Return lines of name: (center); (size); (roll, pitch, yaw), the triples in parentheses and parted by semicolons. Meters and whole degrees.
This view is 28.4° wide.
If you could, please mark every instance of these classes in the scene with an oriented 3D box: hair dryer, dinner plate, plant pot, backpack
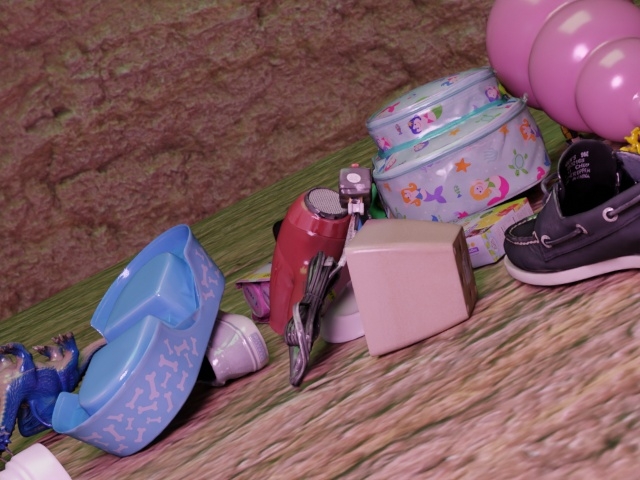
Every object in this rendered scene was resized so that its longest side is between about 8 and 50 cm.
hair dryer: (-0.024, 0.045, 1.331); (0.293, 0.080, 0.223); (113, 179, -76)
dinner plate: (0.054, 0.056, 1.348); (0.141, 0.017, 0.141); (-32, 21, 14)
plant pot: (0.092, 0.036, 1.197); (0.096, 0.109, 0.109); (-10, 13, 18)
backpack: (0.168, -0.106, 1.574); (0.225, 0.191, 0.253); (-24, 13, 8)

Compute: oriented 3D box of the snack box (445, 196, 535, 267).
snack box: (0.157, 0.003, 1.396); (0.141, 0.037, 0.100); (-19, 11, 45)

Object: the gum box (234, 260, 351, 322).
gum box: (-0.022, 0.050, 1.569); (0.107, 0.062, 0.188); (-30, 9, -23)

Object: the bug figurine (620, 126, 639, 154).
bug figurine: (0.411, -0.123, 1.273); (0.279, 0.072, 0.216); (-38, 8, -36)

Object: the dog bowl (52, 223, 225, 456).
dog bowl: (-0.186, 0.109, 1.360); (0.166, 0.074, 0.297); (-35, 24, 30)

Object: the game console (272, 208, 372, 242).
game console: (0.000, 0.000, 1.733); (0.144, 0.085, 0.124); (-25, 8, 15)

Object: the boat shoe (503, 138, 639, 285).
boat shoe: (0.249, -0.034, 1.080); (0.127, 0.113, 0.340); (-30, 9, -17)

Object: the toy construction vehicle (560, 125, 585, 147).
toy construction vehicle: (0.375, -0.163, 1.753); (0.086, 0.035, 0.098); (-25, 8, 9)

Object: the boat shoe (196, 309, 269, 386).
boat shoe: (-0.140, 0.122, 1.433); (0.081, 0.079, 0.227); (-26, 10, -25)

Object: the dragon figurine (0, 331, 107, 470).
dragon figurine: (-0.334, 0.194, 1.565); (0.085, 0.144, 0.289); (-22, -10, 39)

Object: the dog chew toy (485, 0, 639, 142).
dog chew toy: (0.348, -0.235, 1.636); (0.207, 0.206, 0.332); (-27, 34, -3)

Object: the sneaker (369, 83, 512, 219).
sneaker: (0.171, -0.108, 1.779); (0.295, 0.109, 0.123); (-43, 5, 41)

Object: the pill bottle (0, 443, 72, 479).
pill bottle: (-0.290, 0.250, 0.889); (0.264, 0.146, 0.146); (-30, 9, -25)
